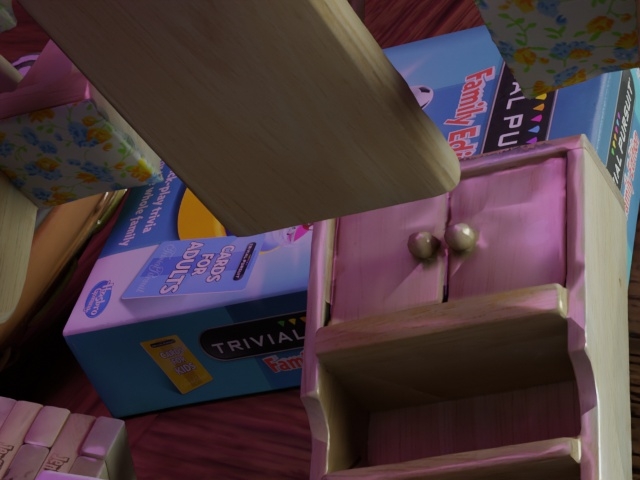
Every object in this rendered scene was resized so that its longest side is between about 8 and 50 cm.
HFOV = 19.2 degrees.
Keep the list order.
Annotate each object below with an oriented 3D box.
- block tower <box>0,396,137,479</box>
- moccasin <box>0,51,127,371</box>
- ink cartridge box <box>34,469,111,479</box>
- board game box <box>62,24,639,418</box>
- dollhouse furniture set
[{"bbox_3d":[-0.257,0.136,1.070,0.336,0.097,0.091,9,44,16],"label":"block tower"},{"bbox_3d":[-0.257,0.050,1.239,0.139,0.147,0.380,29,79,20],"label":"moccasin"},{"bbox_3d":[-0.095,0.222,0.647,0.201,0.117,0.278,-2,44,53],"label":"ink cartridge box"},{"bbox_3d":[0.032,-0.025,1.198,0.336,0.079,0.253,-12,35,24],"label":"board game box"},{"bbox_3d":[0.000,0.000,0.832,0.362,0.394,0.256,-12,54,23],"label":"dollhouse furniture set"}]
